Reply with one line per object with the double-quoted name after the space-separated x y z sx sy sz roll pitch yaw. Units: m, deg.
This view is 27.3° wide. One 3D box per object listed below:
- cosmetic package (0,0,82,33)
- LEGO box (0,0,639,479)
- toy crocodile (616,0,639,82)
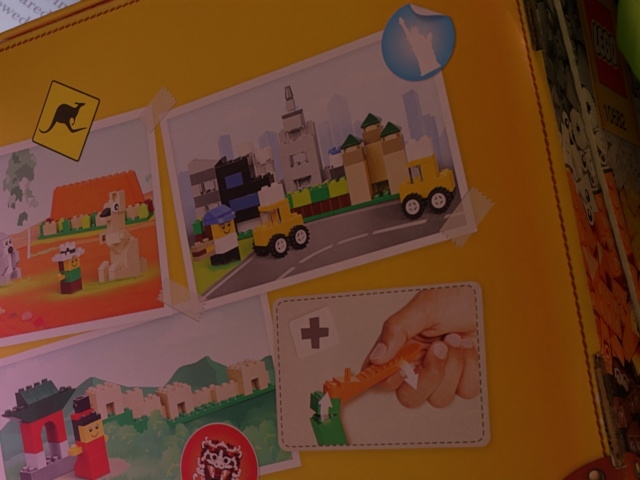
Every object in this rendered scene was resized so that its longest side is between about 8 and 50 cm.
-0.135 -0.297 1.147 0.394 0.329 0.327 -38 33 29 "cosmetic package"
-0.046 0.037 0.809 0.193 0.500 0.372 9 -110 -61 "LEGO box"
0.168 -0.197 0.550 0.115 0.105 0.340 -106 5 -50 "toy crocodile"
